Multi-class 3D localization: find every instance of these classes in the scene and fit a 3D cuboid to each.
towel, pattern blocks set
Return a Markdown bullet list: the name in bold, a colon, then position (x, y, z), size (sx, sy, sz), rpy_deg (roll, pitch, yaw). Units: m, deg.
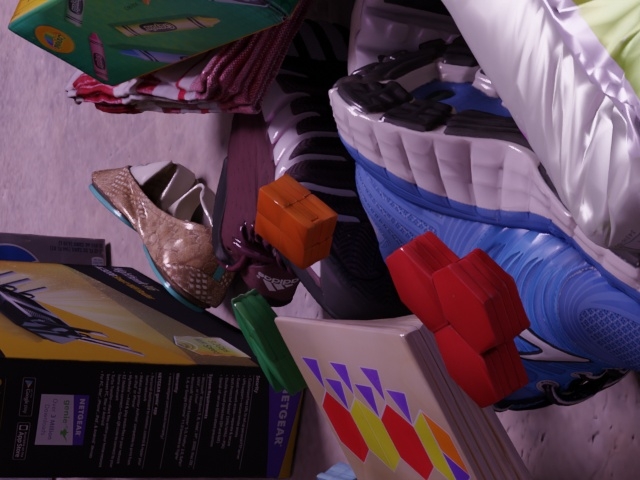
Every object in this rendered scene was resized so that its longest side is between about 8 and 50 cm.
- **towel**: position (-0.062, -0.191, 1.174), size (0.237, 0.037, 0.329), rpy_deg (-64, 23, -8)
- **pattern blocks set**: position (0.049, 0.096, 0.902), size (0.325, 0.026, 0.285), rpy_deg (16, 134, 63)

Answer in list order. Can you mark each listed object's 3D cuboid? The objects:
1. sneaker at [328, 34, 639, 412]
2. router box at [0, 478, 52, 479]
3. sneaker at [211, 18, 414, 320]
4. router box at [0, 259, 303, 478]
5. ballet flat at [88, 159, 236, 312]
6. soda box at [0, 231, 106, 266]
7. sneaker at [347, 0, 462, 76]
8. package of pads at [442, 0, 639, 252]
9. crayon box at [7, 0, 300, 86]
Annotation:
- **sneaker**: position (0.135, 0.014, 0.829), size (0.330, 0.130, 0.147), rpy_deg (31, 139, 50)
- **router box**: position (-0.392, 0.186, 1.514), size (0.082, 0.335, 0.301), rpy_deg (-13, 75, 61)
- **sneaker**: position (0.000, 0.000, 1.091), size (0.281, 0.106, 0.162), rpy_deg (-106, 28, -51)
- **router box**: position (-0.187, 0.081, 1.255), size (0.309, 0.243, 0.081), rpy_deg (23, 106, 59)
- **ballet flat**: position (-0.106, -0.017, 1.321), size (0.067, 0.073, 0.206), rpy_deg (-51, 38, 4)
- **soda box**: position (-0.303, 0.042, 1.446), size (0.083, 0.263, 0.092), rpy_deg (-29, 61, 58)
- **sneaker**: position (0.083, -0.198, 0.961), size (0.292, 0.110, 0.118), rpy_deg (-70, 24, 10)
- **package of pads**: position (0.152, -0.106, 0.679), size (0.101, 0.229, 0.296), rpy_deg (-60, 37, 34)
- **crayon box**: position (-0.073, -0.193, 1.045), size (0.278, 0.081, 0.165), rpy_deg (-6, 57, 64)
